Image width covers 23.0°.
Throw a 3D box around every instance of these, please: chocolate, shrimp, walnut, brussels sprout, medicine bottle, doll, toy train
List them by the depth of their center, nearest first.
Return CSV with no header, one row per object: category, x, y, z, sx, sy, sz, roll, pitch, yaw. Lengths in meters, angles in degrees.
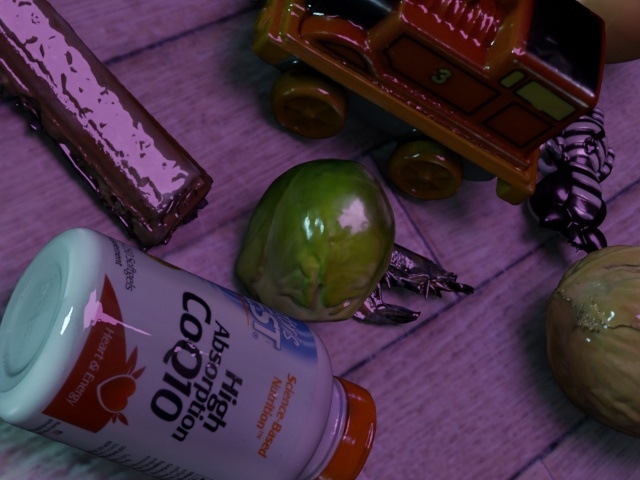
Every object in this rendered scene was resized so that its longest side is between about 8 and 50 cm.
medicine bottle,-0.097,0.111,1.219,0.288,0.157,0.157,25,53,-26
chocolate,-0.214,-0.137,1.325,0.329,0.065,0.102,49,46,-9
brussels sprout,0.004,0.000,1.374,0.117,0.155,0.155,8,62,-36
shrimp,0.070,0.042,1.483,0.161,0.034,0.091,18,68,-24
toy train,0.113,-0.172,1.492,0.369,0.231,0.163,28,51,-23
walnut,0.330,0.105,1.549,0.245,0.198,0.198,29,51,-15
doll,0.270,-0.067,1.677,0.091,0.067,0.219,31,45,-18

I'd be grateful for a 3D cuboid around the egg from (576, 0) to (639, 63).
egg,0.326,-0.295,1.752,0.244,0.201,0.201,3,65,-39
